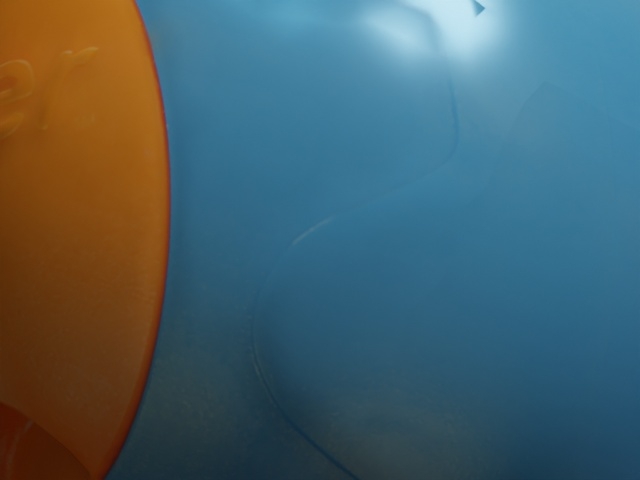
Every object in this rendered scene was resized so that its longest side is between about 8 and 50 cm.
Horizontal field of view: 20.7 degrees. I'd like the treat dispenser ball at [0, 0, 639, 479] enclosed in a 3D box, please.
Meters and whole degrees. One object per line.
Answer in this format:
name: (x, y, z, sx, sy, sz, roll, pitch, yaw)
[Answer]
treat dispenser ball: (0.000, 0.000, 0.595, 0.288, 0.288, 0.288, -2, 14, 1)
